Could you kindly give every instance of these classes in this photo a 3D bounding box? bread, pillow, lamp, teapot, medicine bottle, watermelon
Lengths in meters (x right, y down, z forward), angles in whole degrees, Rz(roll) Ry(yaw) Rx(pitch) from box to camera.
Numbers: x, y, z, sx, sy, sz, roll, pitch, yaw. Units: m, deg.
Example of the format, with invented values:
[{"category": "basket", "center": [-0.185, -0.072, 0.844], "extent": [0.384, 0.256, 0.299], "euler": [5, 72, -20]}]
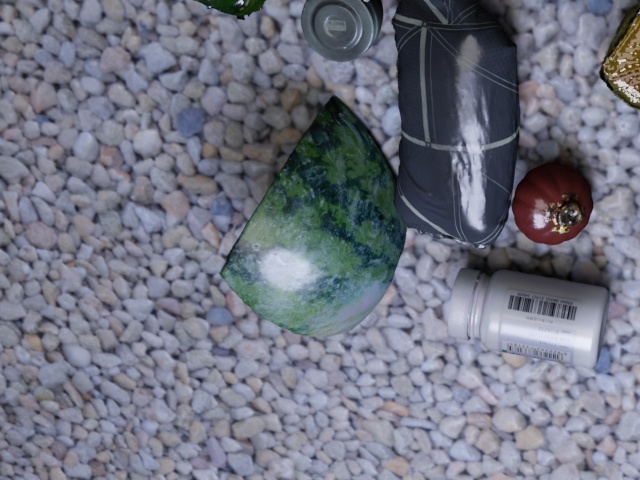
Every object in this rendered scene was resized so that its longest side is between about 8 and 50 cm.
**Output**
[{"category": "bread", "center": [0.390, -0.208, 1.795], "extent": [0.128, 0.069, 0.140], "euler": [30, 121, 2]}, {"category": "pillow", "center": [0.156, -0.148, 1.894], "extent": [0.161, 0.092, 0.335], "euler": [10, 120, 23]}, {"category": "lamp", "center": [0.277, -0.043, 1.909], "extent": [0.101, 0.090, 0.101], "euler": [-6, 108, -19]}, {"category": "teapot", "center": [0.047, -0.270, 1.870], "extent": [0.124, 0.091, 0.092], "euler": [-13, 113, 30]}, {"category": "medicine bottle", "center": [0.258, 0.093, 1.979], "extent": [0.186, 0.103, 0.103], "euler": [9, 119, 13]}, {"category": "watermelon", "center": [0.000, 0.000, 2.004], "extent": [0.256, 0.176, 0.260], "euler": [-41, 99, -8]}]

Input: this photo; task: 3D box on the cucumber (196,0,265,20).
[{"category": "cucumber", "center": [-0.049, -0.393, 1.834], "extent": [0.145, 0.105, 0.325], "euler": [42, 119, -5]}]
